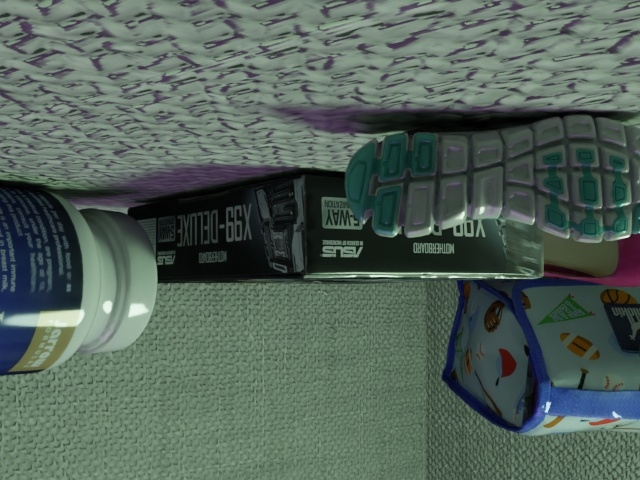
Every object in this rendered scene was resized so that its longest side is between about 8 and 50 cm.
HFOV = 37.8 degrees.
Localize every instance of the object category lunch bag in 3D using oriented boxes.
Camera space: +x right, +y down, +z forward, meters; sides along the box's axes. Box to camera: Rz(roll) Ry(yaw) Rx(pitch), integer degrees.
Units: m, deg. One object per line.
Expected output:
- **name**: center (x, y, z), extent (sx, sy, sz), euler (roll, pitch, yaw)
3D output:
- **lunch bag**: center (0.388, 0.165, 1.333), extent (0.328, 0.238, 0.385), euler (3, -171, -8)

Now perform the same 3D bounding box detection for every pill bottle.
- **pill bottle**: center (-0.269, 0.030, 0.725), extent (0.153, 0.153, 0.265), euler (-3, 176, 42)

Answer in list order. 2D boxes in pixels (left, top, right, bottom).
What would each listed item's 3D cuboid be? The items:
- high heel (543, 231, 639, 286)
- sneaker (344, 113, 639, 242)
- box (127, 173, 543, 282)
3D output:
- **high heel**: center (0.216, 0.003, 0.863), extent (0.117, 0.082, 0.244), euler (-9, -165, -33)
- **sneaker**: center (0.096, -0.037, 0.481), extent (0.167, 0.064, 0.076), euler (3, -167, 1)
- **box**: center (0.000, 0.000, 0.826), extent (0.243, 0.076, 0.307), euler (2, 176, -35)
